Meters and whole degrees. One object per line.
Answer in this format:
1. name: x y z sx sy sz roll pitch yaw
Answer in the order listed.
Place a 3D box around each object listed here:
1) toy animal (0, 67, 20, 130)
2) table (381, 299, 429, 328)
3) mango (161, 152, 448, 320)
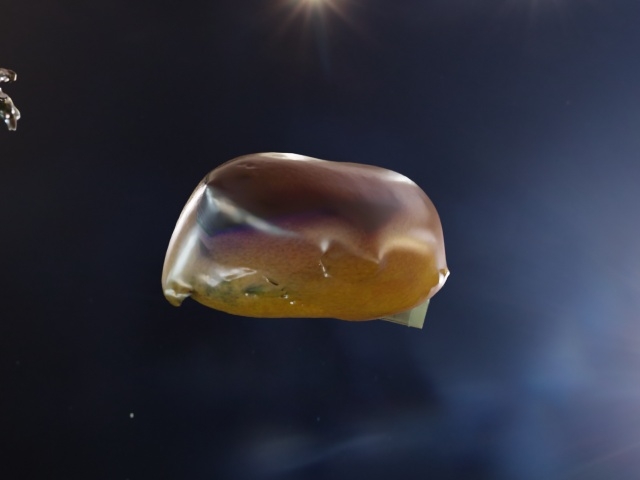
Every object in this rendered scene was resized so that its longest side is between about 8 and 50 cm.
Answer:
1. toy animal: -0.378 -0.185 0.861 0.047 0.135 0.065 -21 -175 4
2. table: 0.142 0.102 1.317 0.083 0.079 0.062 14 -169 3
3. mango: 0.000 0.000 0.708 0.201 0.152 0.287 19 -169 43
